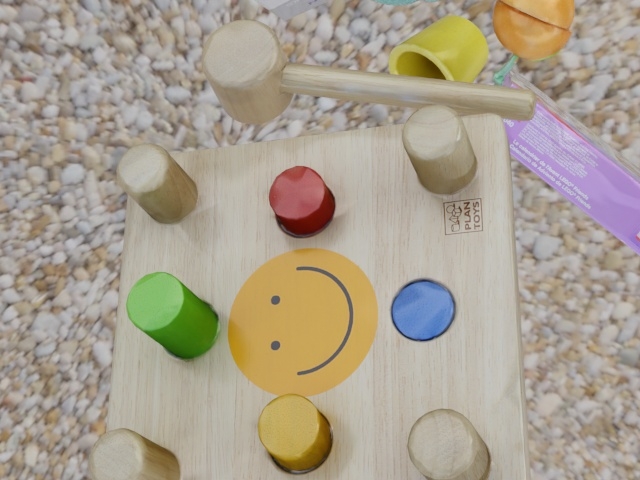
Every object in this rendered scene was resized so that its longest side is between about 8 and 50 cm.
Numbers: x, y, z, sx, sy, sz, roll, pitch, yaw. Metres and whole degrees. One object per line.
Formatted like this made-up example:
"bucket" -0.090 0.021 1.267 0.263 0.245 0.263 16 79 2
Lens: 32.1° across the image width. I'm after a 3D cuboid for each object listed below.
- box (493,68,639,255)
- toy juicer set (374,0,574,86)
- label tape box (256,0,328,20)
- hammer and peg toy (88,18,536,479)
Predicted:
"box" 0.289 -0.059 1.131 0.293 0.201 0.057 38 106 -1
"toy juicer set" 0.059 -0.242 0.799 0.089 0.209 0.329 -44 110 -26
"label tape box" -0.067 -0.347 1.062 0.115 0.347 0.249 -31 86 9
"hammer and peg toy" 0.000 0.000 0.690 0.266 0.127 0.361 -5 66 16
